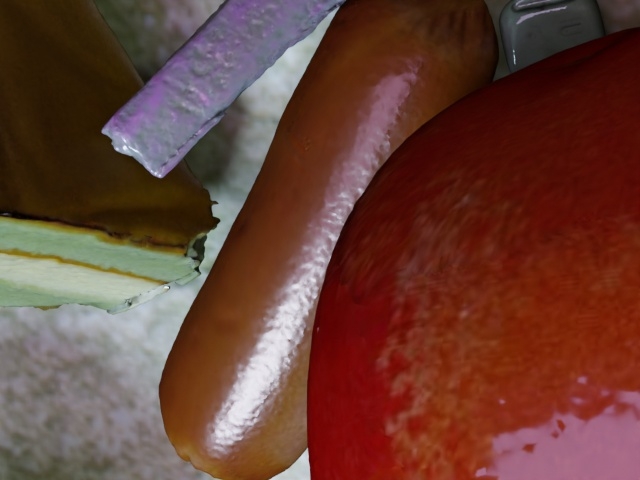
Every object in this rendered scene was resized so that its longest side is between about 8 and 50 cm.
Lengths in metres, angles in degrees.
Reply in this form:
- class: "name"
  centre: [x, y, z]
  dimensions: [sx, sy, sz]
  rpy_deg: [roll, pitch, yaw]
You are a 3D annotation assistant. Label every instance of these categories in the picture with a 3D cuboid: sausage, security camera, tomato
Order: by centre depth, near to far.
- class: "tomato"
  centre: [0.145, 0.060, 0.771]
  dimensions: [0.293, 0.325, 0.290]
  rpy_deg: [-16, 101, 27]
- class: "security camera"
  centre: [0.108, -0.116, 0.889]
  dimensions: [0.058, 0.058, 0.092]
  rpy_deg: [-1, 117, 20]
- class: "sausage"
  centre: [0.000, 0.000, 0.936]
  dimensions: [0.089, 0.083, 0.300]
  rpy_deg: [44, 120, 38]

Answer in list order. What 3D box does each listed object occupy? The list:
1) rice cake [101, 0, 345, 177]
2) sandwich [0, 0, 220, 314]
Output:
- class: "rice cake"
  centre: [-0.025, -0.115, 0.897]
  dimensions: [0.047, 0.036, 0.206]
  rpy_deg: [44, 87, -13]
- class: "sandwich"
  centre: [-0.182, -0.080, 0.950]
  dimensions: [0.155, 0.227, 0.198]
  rpy_deg: [-23, 63, 48]
